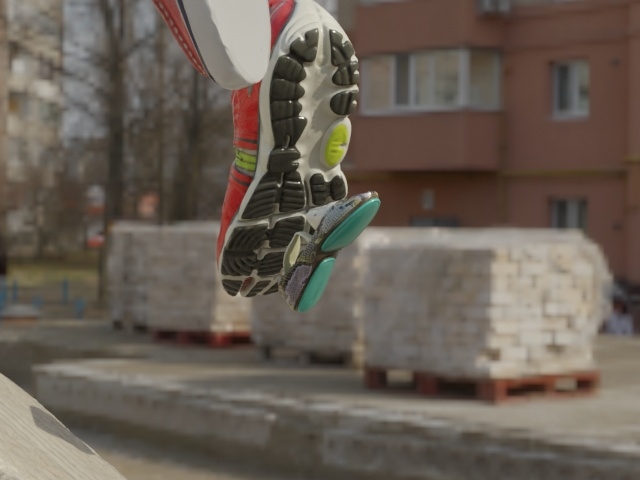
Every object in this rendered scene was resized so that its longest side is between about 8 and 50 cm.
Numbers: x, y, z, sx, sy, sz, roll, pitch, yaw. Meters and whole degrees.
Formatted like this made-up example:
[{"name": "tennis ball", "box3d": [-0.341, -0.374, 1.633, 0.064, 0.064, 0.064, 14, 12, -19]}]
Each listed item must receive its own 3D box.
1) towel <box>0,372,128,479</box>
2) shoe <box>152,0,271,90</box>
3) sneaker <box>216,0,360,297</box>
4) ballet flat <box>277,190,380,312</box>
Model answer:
[{"name": "towel", "box3d": [-0.242, 0.137, 1.136, 0.282, 0.049, 0.187, 40, 4, 5]}, {"name": "shoe", "box3d": [-0.087, -0.147, 0.733, 0.081, 0.178, 0.063, -14, 14, 25]}, {"name": "sneaker", "box3d": [-0.034, -0.080, 1.367, 0.107, 0.279, 0.118, 0, 33, -25]}, {"name": "ballet flat", "box3d": [0.000, 0.000, 1.122, 0.041, 0.114, 0.041, 23, 33, -15]}]
